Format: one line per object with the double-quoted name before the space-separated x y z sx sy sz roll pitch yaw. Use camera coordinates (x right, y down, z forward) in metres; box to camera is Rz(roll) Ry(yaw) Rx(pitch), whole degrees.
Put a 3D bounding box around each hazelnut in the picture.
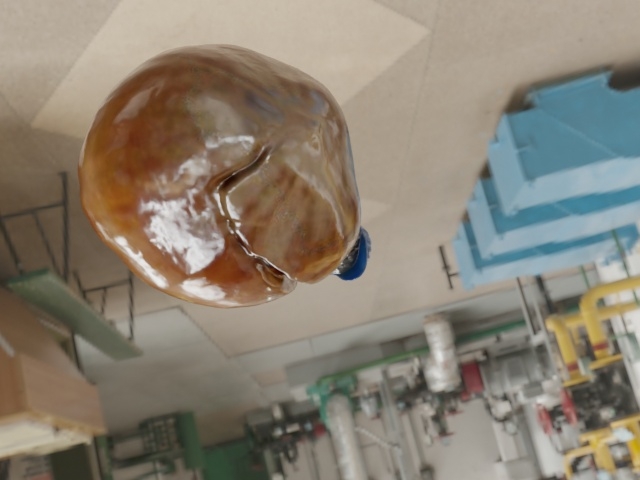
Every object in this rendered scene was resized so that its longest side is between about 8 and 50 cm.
"hazelnut" -0.056 -0.048 0.625 0.182 0.182 0.182 -13 165 -4

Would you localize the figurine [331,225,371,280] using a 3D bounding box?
"figurine" -0.005 0.002 1.120 0.136 0.077 0.079 17 162 -16
